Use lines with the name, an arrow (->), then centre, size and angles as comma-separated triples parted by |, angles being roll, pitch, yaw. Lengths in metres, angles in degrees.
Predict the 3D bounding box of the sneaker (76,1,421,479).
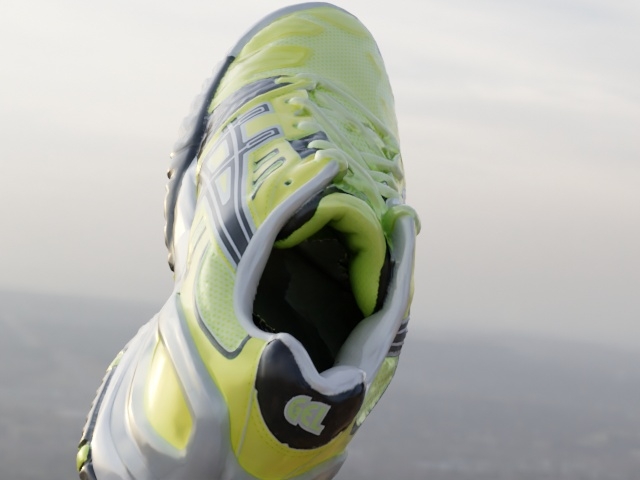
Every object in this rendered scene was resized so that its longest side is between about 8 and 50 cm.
sneaker -> 0.000, 0.000, 1.000 | 0.145, 0.384, 0.147 | 33, -50, -21
